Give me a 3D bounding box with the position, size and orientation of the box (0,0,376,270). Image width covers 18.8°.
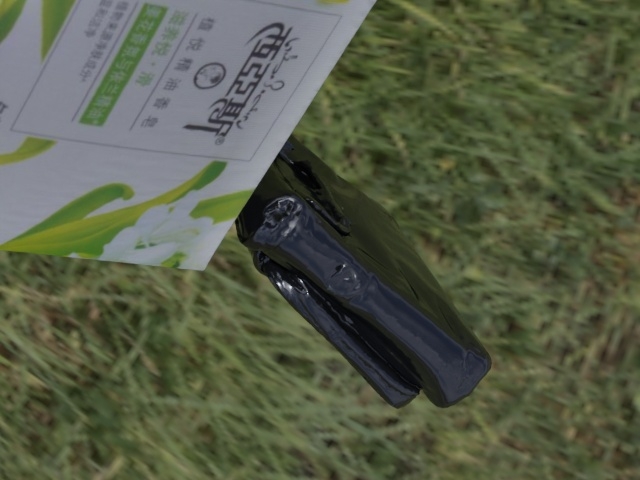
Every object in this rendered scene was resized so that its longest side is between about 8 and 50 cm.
[{"bbox_3d":[-0.094,-0.116,0.931,0.194,0.111,0.260,5,130,-36],"label":"box"}]

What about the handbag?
[{"bbox_3d":[0.000,0.000,1.476,0.088,0.275,0.244,-42,120,9],"label":"handbag"}]
